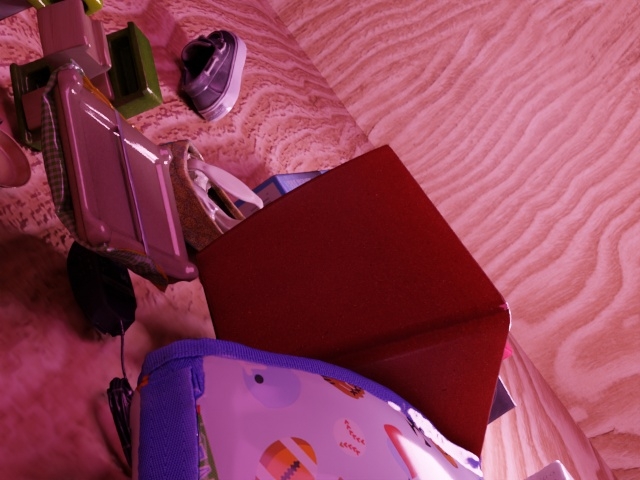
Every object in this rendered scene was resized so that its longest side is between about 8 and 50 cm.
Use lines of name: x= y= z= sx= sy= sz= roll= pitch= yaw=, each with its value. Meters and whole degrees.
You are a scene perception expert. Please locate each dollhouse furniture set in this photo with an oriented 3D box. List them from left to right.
dollhouse furniture set: x=-0.242 y=-0.089 z=0.606 sx=0.197 sy=0.151 sz=0.301 roll=48 pitch=25 yaw=-72

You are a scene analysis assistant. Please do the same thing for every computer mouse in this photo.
computer mouse: x=-0.197 y=0.098 z=0.609 sx=0.071 sy=0.041 sz=0.242 roll=58 pitch=11 yaw=-63

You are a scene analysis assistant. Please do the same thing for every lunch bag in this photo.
lunch bag: x=0.004 y=0.282 z=0.466 sx=0.385 sy=0.239 sz=0.328 roll=48 pitch=20 yaw=-44

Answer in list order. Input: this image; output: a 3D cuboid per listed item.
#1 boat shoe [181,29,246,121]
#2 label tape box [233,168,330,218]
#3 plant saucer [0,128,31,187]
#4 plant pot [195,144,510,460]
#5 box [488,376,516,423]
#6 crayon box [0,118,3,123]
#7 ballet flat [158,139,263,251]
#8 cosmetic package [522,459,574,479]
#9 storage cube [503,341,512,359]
boat shoe: x=-0.216 y=-0.344 z=1.250 sx=0.102 sy=0.108 sz=0.301 roll=45 pitch=27 yaw=-34
label tape box: x=0.000 y=0.000 z=1.170 sx=0.240 sy=0.106 sz=0.334 roll=57 pitch=17 yaw=3
plant saucer: x=-0.321 y=-0.081 z=0.632 sx=0.083 sy=0.015 sz=0.083 roll=47 pitch=19 yaw=-22
plant pot: x=0.011 y=0.098 z=0.688 sx=0.267 sy=0.236 sz=0.267 roll=-116 pitch=-164 yaw=-45
box: x=0.174 y=0.189 z=1.072 sx=0.165 sy=0.143 sz=0.270 roll=58 pitch=-1 yaw=-17
crayon box: x=-0.406 y=-0.158 z=0.441 sx=0.318 sy=0.081 sz=0.202 roll=50 pitch=18 yaw=-17
ballet flat: x=-0.103 y=-0.001 z=0.889 sx=0.348 sy=0.123 sz=0.123 roll=46 pitch=20 yaw=-27
cosmetic package: x=0.315 y=0.512 z=0.877 sx=0.156 sy=0.217 sz=0.385 roll=52 pitch=14 yaw=-10
storage cube: x=0.256 y=0.182 z=1.380 sx=0.193 sy=0.183 sz=0.215 roll=31 pitch=30 yaw=-50
